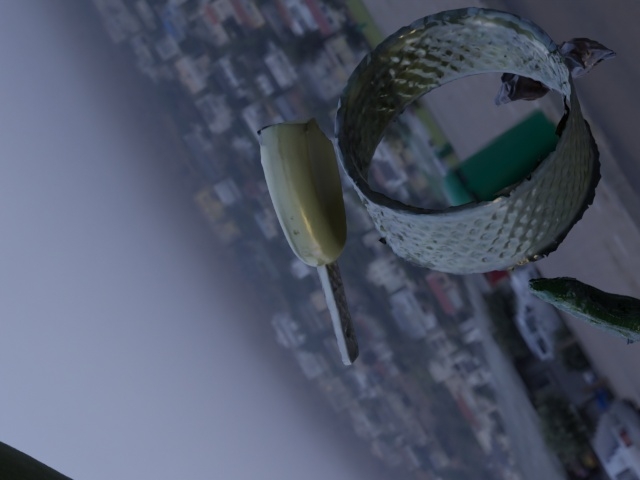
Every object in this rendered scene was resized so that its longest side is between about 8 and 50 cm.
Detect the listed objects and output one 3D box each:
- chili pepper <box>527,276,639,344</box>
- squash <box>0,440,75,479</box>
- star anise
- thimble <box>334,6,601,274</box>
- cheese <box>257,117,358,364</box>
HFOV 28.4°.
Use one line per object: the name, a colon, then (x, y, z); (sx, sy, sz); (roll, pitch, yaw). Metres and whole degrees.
chili pepper: (0.352, 0.085, 1.670); (0.227, 0.059, 0.088); (19, 168, -33)
squash: (-0.398, 0.384, 1.526); (0.384, 0.263, 0.263); (45, -166, -46)
star anise: (0.344, -0.260, 1.896); (0.065, 0.182, 0.195); (63, 177, -5)
thimble: (0.160, -0.108, 1.370); (0.270, 0.271, 0.150); (63, -175, 32)
cheese: (0.000, 0.000, 1.260); (0.127, 0.050, 0.255); (-46, -57, -70)
